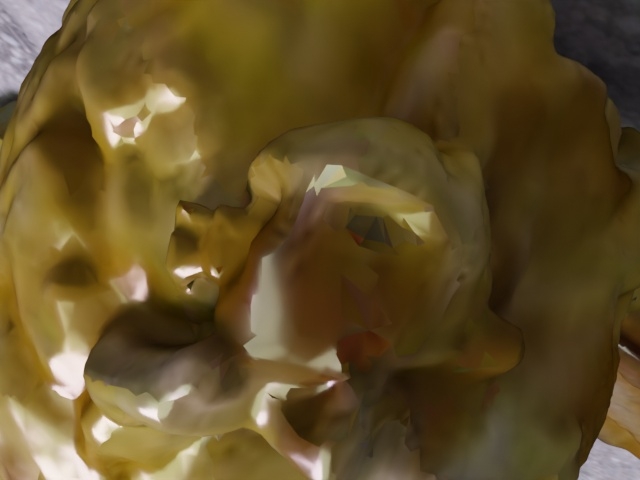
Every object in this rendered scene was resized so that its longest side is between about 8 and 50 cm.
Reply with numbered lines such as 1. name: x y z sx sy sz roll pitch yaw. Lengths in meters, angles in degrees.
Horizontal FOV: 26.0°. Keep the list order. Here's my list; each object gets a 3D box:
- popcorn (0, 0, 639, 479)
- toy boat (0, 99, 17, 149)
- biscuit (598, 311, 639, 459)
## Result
1. popcorn: -0.007 0.009 0.741 0.344 0.354 0.390 0 154 -34
2. toy boat: -0.209 -0.066 1.105 0.172 0.065 0.066 21 143 23
3. biscuit: 0.174 0.060 0.958 0.274 0.091 0.213 33 158 -14
